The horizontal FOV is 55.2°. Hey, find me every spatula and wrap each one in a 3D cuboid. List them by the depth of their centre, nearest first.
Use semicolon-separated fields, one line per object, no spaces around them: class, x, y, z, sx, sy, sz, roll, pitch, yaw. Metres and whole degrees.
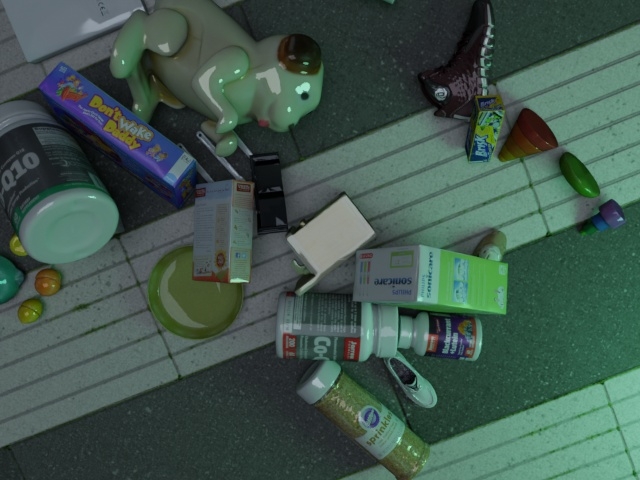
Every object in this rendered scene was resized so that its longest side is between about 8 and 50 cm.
spatula;-0.223;-0.185;1.500;0.168;0.019;0.242;-40;94;11

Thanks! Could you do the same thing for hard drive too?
hard drive;-0.586;-0.571;1.445;0.307;0.040;0.203;-21;96;4

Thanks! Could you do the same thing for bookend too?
bookend;-0.121;-0.111;1.419;0.072;0.157;0.156;-7;109;-4

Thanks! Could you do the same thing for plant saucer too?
plant saucer;-0.309;0.128;1.529;0.240;0.037;0.241;0;97;2

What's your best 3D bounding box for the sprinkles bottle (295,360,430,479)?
sprinkles bottle;0.106;0.441;1.518;0.355;0.121;0.121;42;96;-4

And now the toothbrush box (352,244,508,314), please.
toothbrush box;0.245;0.092;1.359;0.283;0.206;0.122;9;81;-34

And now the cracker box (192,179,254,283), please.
cracker box;-0.227;-0.019;1.422;0.067;0.155;0.233;3;88;-43

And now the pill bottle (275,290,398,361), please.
pill bottle;0.039;0.208;1.469;0.282;0.161;0.162;2;97;1

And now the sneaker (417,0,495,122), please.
sneaker;0.309;-0.417;1.416;0.162;0.106;0.282;3;98;4

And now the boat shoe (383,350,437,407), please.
boat shoe;0.228;0.351;1.532;0.066;0.063;0.184;-34;95;5

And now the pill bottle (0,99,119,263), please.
pill bottle;-0.609;-0.138;1.351;0.204;0.204;0.361;-44;60;6

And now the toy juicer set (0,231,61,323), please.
toy juicer set;-0.798;0.130;1.521;0.328;0.089;0.209;-33;108;-3

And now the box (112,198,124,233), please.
box;-0.546;-0.045;1.480;0.101;0.102;0.087;-17;94;3

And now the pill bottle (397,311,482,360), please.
pill bottle;0.286;0.231;1.493;0.193;0.108;0.108;5;97;0

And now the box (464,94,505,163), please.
box;0.374;-0.253;1.406;0.059;0.169;0.054;-3;55;2

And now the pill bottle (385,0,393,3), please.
pill bottle;0.092;-0.627;1.385;0.208;0.119;0.119;25;97;-2

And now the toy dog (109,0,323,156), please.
toy dog;-0.195;-0.376;1.375;0.407;0.285;0.396;17;61;1

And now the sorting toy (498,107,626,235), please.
sorting toy;0.560;-0.144;1.462;0.365;0.127;0.126;45;125;-7

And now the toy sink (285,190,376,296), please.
toy sink;0.000;0.000;1.450;0.234;0.153;0.131;-38;95;6

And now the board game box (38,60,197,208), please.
board game box;-0.441;-0.224;1.384;0.347;0.233;0.078;36;77;-4

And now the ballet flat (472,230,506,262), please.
ballet flat;0.392;0.069;1.491;0.073;0.067;0.206;31;97;-3
